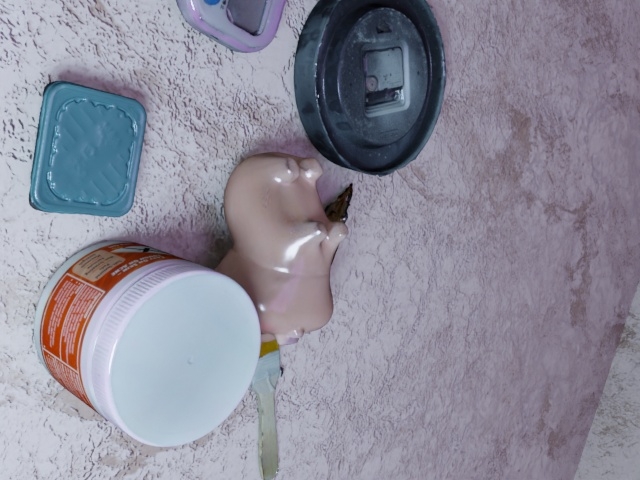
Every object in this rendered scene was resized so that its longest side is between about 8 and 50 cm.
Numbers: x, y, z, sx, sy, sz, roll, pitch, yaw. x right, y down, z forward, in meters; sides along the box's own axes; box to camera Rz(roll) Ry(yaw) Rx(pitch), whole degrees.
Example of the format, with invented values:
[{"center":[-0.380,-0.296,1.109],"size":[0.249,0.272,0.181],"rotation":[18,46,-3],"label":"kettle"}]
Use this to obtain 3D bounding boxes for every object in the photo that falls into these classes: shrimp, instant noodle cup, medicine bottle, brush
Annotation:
[{"center":[-0.001,-0.008,1.381],"size":[0.066,0.117,0.262],"rotation":[33,51,-16],"label":"shrimp"},{"center":[-0.339,-0.127,0.998],"size":[0.157,0.070,0.179],"rotation":[6,95,-47],"label":"instant noodle cup"},{"center":[-0.255,0.141,1.026],"size":[0.252,0.240,0.253],"rotation":[-14,111,-42],"label":"medicine bottle"},{"center":[-0.108,0.324,1.375],"size":[0.085,0.020,0.337],"rotation":[-15,111,-42],"label":"brush"}]

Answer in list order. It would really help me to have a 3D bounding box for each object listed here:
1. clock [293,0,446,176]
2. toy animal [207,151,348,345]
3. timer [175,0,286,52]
[{"center":[0.105,-0.322,1.386],"size":[0.386,0.076,0.387],"rotation":[-12,108,-43],"label":"clock"},{"center":[-0.083,0.016,1.193],"size":[0.237,0.269,0.327],"rotation":[3,66,-46],"label":"toy animal"},{"center":[-0.137,-0.419,1.126],"size":[0.190,0.069,0.209],"rotation":[18,86,-46],"label":"timer"}]
